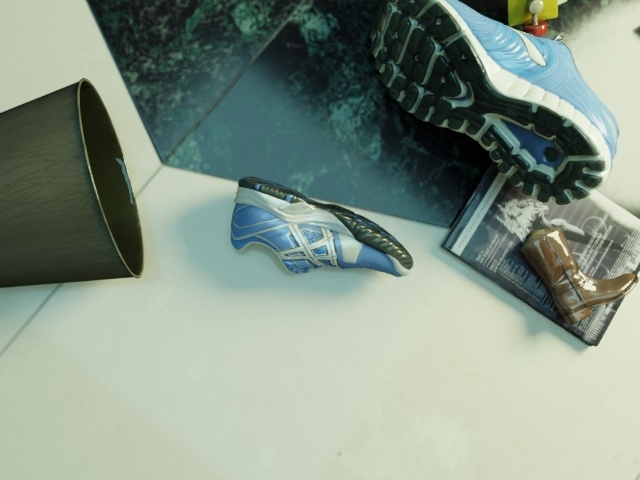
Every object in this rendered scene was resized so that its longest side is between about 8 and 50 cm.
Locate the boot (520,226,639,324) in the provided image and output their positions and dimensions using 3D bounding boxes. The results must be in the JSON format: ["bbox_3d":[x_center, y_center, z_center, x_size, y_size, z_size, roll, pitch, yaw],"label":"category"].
[{"bbox_3d":[0.299,0.025,0.684,0.106,0.037,0.114,-29,85,-10],"label":"boot"}]

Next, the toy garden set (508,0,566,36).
[{"bbox_3d":[0.290,-0.373,0.690,0.244,0.049,0.204,-33,126,-26],"label":"toy garden set"}]

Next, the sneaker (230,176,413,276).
[{"bbox_3d":[0.000,0.000,0.655,0.211,0.080,0.081,21,100,-2],"label":"sneaker"}]

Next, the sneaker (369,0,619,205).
[{"bbox_3d":[0.196,-0.184,0.676,0.330,0.130,0.147,45,49,10],"label":"sneaker"}]

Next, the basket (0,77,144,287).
[{"bbox_3d":[-0.313,-0.033,0.579,0.227,0.154,0.204,-15,88,-4],"label":"basket"}]

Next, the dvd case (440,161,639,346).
[{"bbox_3d":[0.278,0.000,0.708,0.221,0.018,0.164,33,83,-3],"label":"dvd case"}]
